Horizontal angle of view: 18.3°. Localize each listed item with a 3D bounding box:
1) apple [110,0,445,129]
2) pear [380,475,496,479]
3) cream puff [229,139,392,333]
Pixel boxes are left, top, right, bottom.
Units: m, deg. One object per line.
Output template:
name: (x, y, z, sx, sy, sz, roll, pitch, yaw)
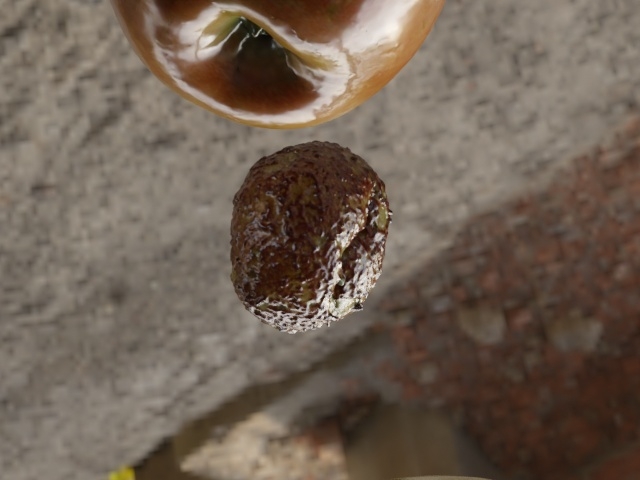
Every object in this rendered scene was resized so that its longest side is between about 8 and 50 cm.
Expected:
apple: (-0.022, -0.190, 1.222, 0.253, 0.254, 0.253, -8, 149, -5)
pear: (0.011, 0.272, 0.582, 0.362, 0.418, 0.362, 15, 133, 17)
cream puff: (0.000, 0.000, 1.445, 0.084, 0.149, 0.149, 8, 165, 40)
